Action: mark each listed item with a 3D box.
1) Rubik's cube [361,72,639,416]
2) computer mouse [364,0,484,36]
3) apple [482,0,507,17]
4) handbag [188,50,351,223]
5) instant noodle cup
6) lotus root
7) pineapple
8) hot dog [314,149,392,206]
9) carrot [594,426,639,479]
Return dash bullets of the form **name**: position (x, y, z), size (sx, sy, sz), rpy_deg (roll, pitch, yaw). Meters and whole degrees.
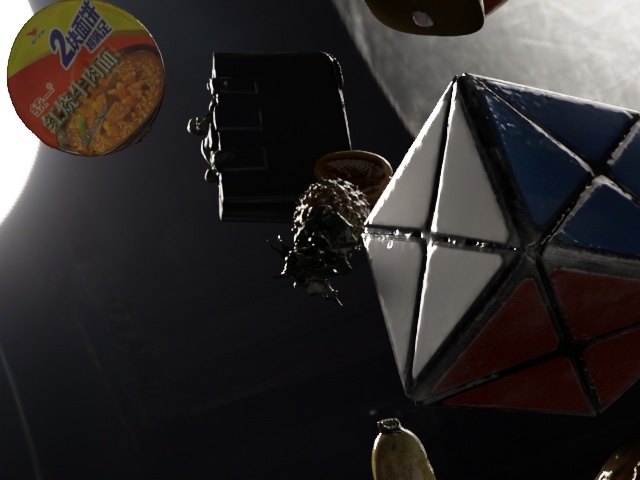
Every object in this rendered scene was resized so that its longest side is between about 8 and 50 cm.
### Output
- **Rubik's cube**: position (0.220, 0.013, 0.963), size (0.255, 0.259, 0.260), rpy_deg (122, 149, -41)
- **computer mouse**: position (0.087, -0.281, 0.878), size (0.056, 0.126, 0.245), rpy_deg (-67, -29, -28)
- **apple**: position (0.185, -0.511, 1.471), size (0.277, 0.348, 0.348), rpy_deg (-13, -97, -64)
- **handbag**: position (-0.090, -0.176, 1.578), size (0.118, 0.269, 0.325), rpy_deg (104, 163, -54)
- **instant noodle cup**: position (-0.322, -0.233, 1.306), size (0.174, 0.213, 0.213), rpy_deg (-119, 9, -76)
- **lotus root**: position (0.102, 0.286, 1.093), size (0.152, 0.072, 0.063), rpy_deg (67, 162, 6)
- **pineapple**: position (0.000, 0.000, 1.217), size (0.251, 0.125, 0.125), rpy_deg (-69, -38, -64)
- **hot dog**: position (0.061, -0.091, 1.389), size (0.060, 0.140, 0.090), rpy_deg (49, -142, -74)
- **carrot**: position (0.256, 0.258, 0.754), size (0.139, 0.302, 0.139), rpy_deg (30, -174, -3)
